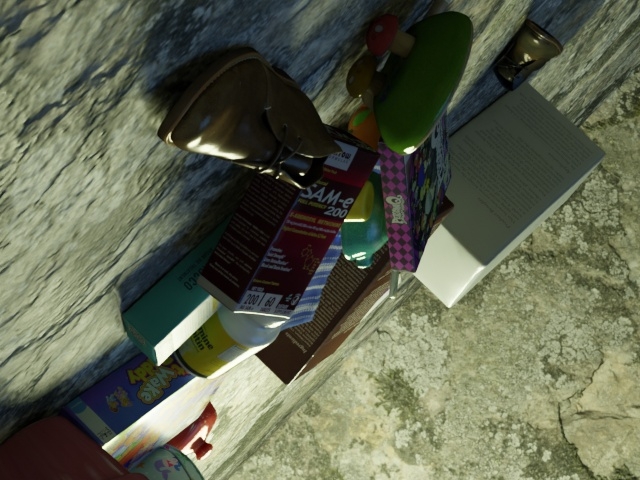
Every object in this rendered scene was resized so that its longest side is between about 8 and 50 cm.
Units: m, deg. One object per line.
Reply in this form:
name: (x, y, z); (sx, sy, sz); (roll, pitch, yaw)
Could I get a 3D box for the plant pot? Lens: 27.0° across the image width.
plant pot: (-0.321, 0.328, 1.671); (0.201, 0.180, 0.201); (-36, 159, -16)

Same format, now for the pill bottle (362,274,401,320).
pill bottle: (0.055, 0.106, 2.587); (0.193, 0.108, 0.108); (-43, 169, -18)

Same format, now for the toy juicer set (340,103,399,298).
toy juicer set: (0.066, -0.071, 1.853); (0.329, 0.089, 0.209); (58, 42, -64)

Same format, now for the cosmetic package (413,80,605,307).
cosmetic package: (0.322, -0.097, 2.556); (0.453, 0.230, 0.161); (-37, 167, -39)

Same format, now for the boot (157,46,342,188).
boot: (-0.057, -0.111, 1.317); (0.112, 0.115, 0.305); (-48, 169, 16)

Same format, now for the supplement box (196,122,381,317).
supplement box: (-0.037, -0.027, 1.617); (0.130, 0.073, 0.239); (11, 111, -58)

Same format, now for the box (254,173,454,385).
box: (0.040, 0.051, 2.249); (0.381, 0.143, 0.191); (-54, 168, 27)

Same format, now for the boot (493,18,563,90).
boot: (0.352, -0.310, 2.283); (0.106, 0.082, 0.219); (-50, 171, 5)

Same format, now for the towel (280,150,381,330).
towel: (0.000, 0.000, 1.961); (0.336, 0.040, 0.243); (-65, 163, 18)

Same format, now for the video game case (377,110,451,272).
video game case: (0.132, -0.109, 1.824); (0.232, 0.041, 0.210); (81, 24, -43)

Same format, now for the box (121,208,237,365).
box: (-0.143, 0.047, 1.706); (0.244, 0.060, 0.100); (-44, 169, -17)

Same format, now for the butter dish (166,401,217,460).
butter dish: (-0.228, 0.316, 2.222); (0.160, 0.118, 0.160); (-47, 169, 4)

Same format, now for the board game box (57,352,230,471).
board game box: (-0.265, 0.250, 1.932); (0.347, 0.078, 0.233); (-35, 164, -48)

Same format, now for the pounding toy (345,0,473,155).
pounding toy: (0.087, -0.215, 1.607); (0.183, 0.110, 0.237); (-61, -165, 17)

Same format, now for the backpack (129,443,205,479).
backpack: (-0.280, 0.431, 2.072); (0.253, 0.225, 0.191); (-10, 149, -44)

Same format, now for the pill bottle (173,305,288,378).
pill bottle: (-0.118, 0.113, 1.828); (0.184, 0.103, 0.103); (-36, 179, 41)
